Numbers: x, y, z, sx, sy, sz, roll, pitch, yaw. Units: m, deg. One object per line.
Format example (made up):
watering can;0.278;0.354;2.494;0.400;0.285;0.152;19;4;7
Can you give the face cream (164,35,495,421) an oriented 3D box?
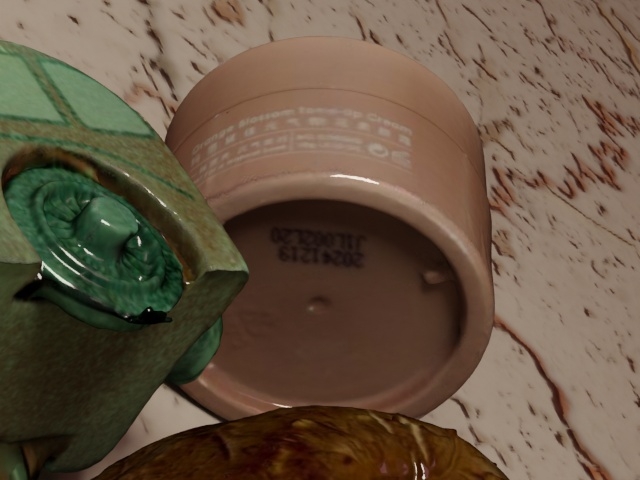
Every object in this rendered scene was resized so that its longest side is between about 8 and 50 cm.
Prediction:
face cream;0.000;0.000;0.832;0.149;0.149;0.104;34;32;-23

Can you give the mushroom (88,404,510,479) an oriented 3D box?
mushroom;0.000;0.139;0.672;0.194;0.138;0.231;40;29;-13

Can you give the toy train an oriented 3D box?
toy train;-0.166;0.007;0.629;0.326;0.129;0.159;3;45;-51
